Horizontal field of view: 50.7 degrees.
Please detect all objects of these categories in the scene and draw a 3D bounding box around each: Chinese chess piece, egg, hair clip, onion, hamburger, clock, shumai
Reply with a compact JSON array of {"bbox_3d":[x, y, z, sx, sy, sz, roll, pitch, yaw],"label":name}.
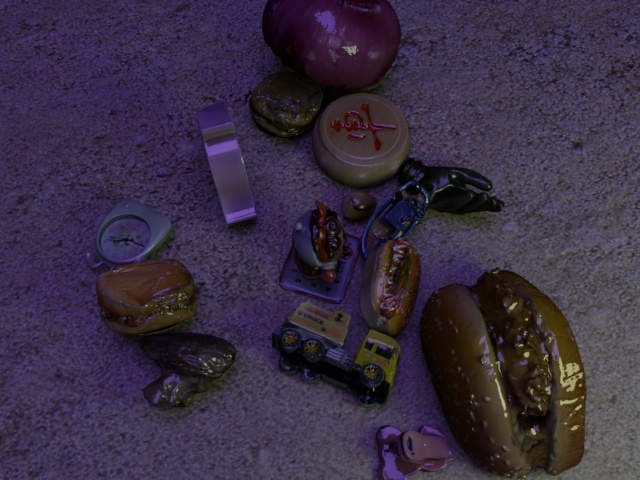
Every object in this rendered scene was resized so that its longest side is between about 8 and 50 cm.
[{"bbox_3d":[0.103,-0.254,1.692,0.251,0.097,0.251,1,63,-1],"label":"Chinese chess piece"},{"bbox_3d":[0.093,-0.085,1.620,0.083,0.071,0.071,-1,62,-18],"label":"egg"},{"bbox_3d":[0.188,0.431,1.377,0.138,0.102,0.123,9,59,-34],"label":"hair clip"},{"bbox_3d":[0.036,-0.559,1.719,0.358,0.358,0.345,18,99,8],"label":"onion"},{"bbox_3d":[0.159,0.102,1.471,0.116,0.173,0.210,-2,59,26],"label":"hamburger"},{"bbox_3d":[-0.448,0.004,1.568,0.151,0.062,0.191,28,66,12],"label":"clock"},{"bbox_3d":[0.360,0.234,1.344,0.268,0.287,0.445,-11,61,-4],"label":"hamburger"},{"bbox_3d":[-0.231,-0.195,1.619,0.080,0.275,0.290,-15,27,-6],"label":"clock"},{"bbox_3d":[-0.373,0.116,1.446,0.214,0.108,0.213,-3,29,2],"label":"hamburger"},{"bbox_3d":[-0.087,-0.348,1.738,0.183,0.130,0.206,31,47,12],"label":"hamburger"},{"bbox_3d":[-0.282,0.269,1.399,0.209,0.161,0.153,7,85,12],"label":"shumai"}]

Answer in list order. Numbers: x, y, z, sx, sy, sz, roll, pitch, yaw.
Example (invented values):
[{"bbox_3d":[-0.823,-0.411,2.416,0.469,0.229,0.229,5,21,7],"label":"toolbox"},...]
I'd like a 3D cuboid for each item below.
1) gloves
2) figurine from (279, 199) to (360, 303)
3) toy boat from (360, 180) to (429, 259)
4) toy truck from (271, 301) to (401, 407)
[{"bbox_3d":[0.313,-0.121,1.624,0.268,0.107,0.135,25,69,31],"label":"gloves"},{"bbox_3d":[0.000,0.000,1.486,0.160,0.226,0.183,15,63,8],"label":"figurine"},{"bbox_3d":[0.170,-0.040,1.565,0.100,0.097,0.223,41,78,-5],"label":"toy boat"},{"bbox_3d":[0.038,0.229,1.430,0.272,0.124,0.157,21,54,13],"label":"toy truck"}]
